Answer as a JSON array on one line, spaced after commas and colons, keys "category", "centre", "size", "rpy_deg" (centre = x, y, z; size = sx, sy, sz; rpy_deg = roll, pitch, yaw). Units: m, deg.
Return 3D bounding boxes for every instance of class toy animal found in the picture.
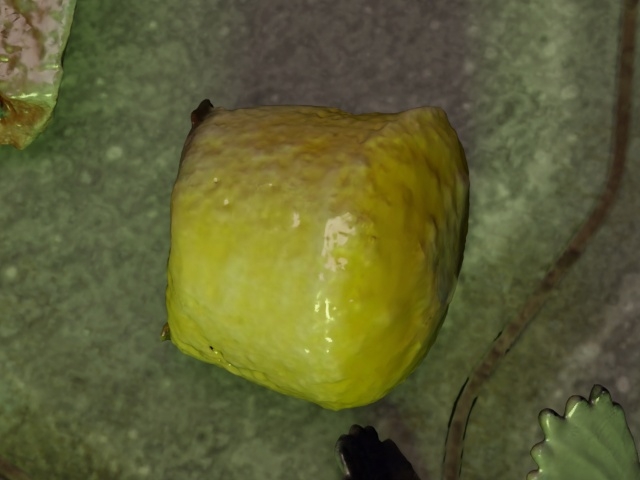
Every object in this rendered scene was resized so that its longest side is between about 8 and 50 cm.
[{"category": "toy animal", "centre": [0.094, 0.264, 1.001], "size": [0.302, 0.225, 0.284], "rpy_deg": [51, 53, -17]}]

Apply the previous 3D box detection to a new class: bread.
[{"category": "bread", "centre": [0.001, 0.004, 1.104], "size": [0.170, 0.197, 0.197], "rpy_deg": [14, 77, 15]}]

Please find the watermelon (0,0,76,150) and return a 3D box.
[{"category": "watermelon", "centre": [-0.263, -0.175, 1.158], "size": [0.264, 0.151, 0.302], "rpy_deg": [-2, 76, -1]}]
